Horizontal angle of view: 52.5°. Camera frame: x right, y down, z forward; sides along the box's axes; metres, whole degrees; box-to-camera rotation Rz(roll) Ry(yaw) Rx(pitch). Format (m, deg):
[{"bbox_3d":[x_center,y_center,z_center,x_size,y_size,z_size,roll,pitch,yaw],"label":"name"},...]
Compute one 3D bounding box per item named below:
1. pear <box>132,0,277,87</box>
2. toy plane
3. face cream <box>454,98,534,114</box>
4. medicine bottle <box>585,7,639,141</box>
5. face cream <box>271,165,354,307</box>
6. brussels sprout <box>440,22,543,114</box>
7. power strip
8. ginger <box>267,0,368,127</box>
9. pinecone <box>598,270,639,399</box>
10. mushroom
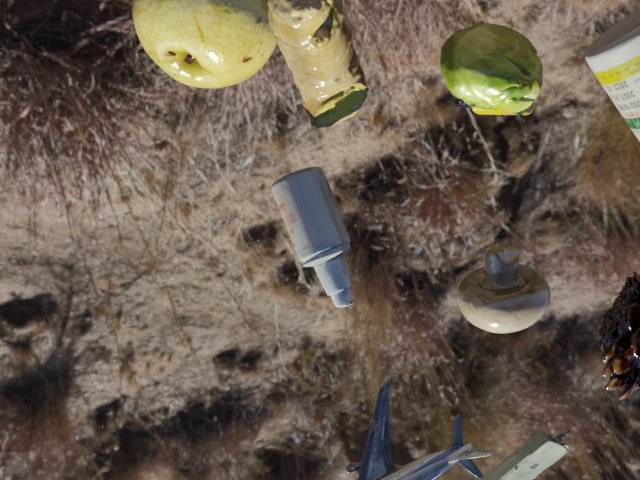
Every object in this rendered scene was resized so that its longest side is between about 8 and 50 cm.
[{"bbox_3d":[-0.228,-0.475,1.344,0.309,0.309,0.309,-17,154,-9],"label":"pear"},{"bbox_3d":[0.083,0.276,0.732,0.226,0.225,0.058,-21,-179,-8],"label":"toy plane"},{"bbox_3d":[0.566,-0.456,2.146,0.078,0.078,0.273,8,-177,-45],"label":"face cream"},{"bbox_3d":[0.674,-0.270,1.205,0.208,0.339,0.208,-37,-171,7],"label":"medicine bottle"},{"bbox_3d":[0.000,0.000,1.156,0.101,0.251,0.101,-20,176,-2],"label":"face cream"},{"bbox_3d":[0.349,-0.353,1.338,0.223,0.223,0.161,-5,130,-30],"label":"brussels sprout"},{"bbox_3d":[0.325,0.386,1.082,0.227,0.029,0.080,-45,130,13],"label":"power strip"},{"bbox_3d":[-0.004,-0.307,1.046,0.126,0.189,0.354,-24,142,-2],"label":"ginger"},{"bbox_3d":[0.615,0.177,1.069,0.246,0.292,0.246,-17,115,-43],"label":"pinecone"},{"bbox_3d":[0.400,0.099,1.434,0.204,0.204,0.204,-17,154,-9],"label":"mushroom"}]
